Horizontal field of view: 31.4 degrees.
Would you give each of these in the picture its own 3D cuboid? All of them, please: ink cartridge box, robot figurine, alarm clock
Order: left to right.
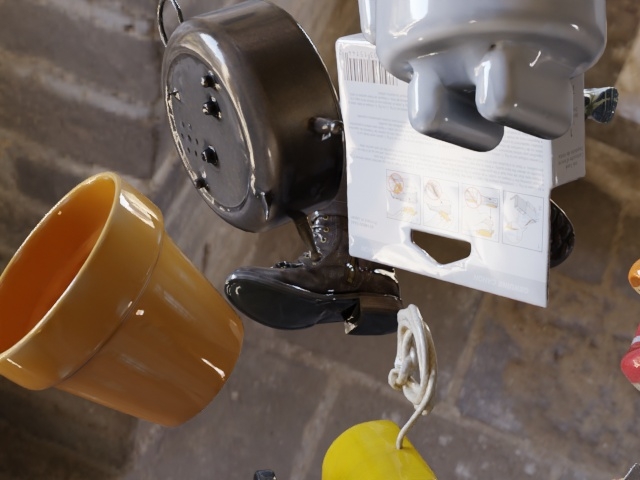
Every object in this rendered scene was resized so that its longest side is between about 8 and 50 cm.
[{"bbox_3d":[-0.054,-0.082,0.670,0.064,0.129,0.192,-20,53,-25],"label":"alarm clock"},{"bbox_3d":[0.146,-0.088,1.238,0.066,0.261,0.296,-19,24,-40],"label":"ink cartridge box"},{"bbox_3d":[0.148,-0.262,1.008,0.200,0.300,0.353,11,77,-50],"label":"robot figurine"}]

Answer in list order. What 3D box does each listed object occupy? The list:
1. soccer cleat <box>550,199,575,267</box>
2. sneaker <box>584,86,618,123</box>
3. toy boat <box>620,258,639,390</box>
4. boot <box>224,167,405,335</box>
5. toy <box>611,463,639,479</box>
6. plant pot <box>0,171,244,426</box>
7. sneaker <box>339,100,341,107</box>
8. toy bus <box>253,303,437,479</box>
[{"bbox_3d":[0.241,-0.097,1.600,0.108,0.318,0.116,-39,22,-5],"label":"soccer cleat"},{"bbox_3d":[0.359,-0.191,1.564,0.135,0.052,0.058,-7,26,-43],"label":"sneaker"},{"bbox_3d":[0.446,0.084,1.444,0.151,0.151,0.231,48,47,-13],"label":"toy boat"},{"bbox_3d":[0.000,0.000,1.463,0.263,0.091,0.229,12,56,-22],"label":"boot"},{"bbox_3d":[0.304,0.287,1.173,0.056,0.237,0.137,36,94,33],"label":"toy"},{"bbox_3d":[-0.181,0.072,1.057,0.188,0.205,0.205,38,43,-26],"label":"plant pot"},{"bbox_3d":[0.018,-0.138,1.585,0.067,0.118,0.042,46,14,2],"label":"sneaker"},{"bbox_3d":[-0.002,0.159,0.473,0.104,0.191,0.202,-5,55,-11],"label":"toy bus"}]
